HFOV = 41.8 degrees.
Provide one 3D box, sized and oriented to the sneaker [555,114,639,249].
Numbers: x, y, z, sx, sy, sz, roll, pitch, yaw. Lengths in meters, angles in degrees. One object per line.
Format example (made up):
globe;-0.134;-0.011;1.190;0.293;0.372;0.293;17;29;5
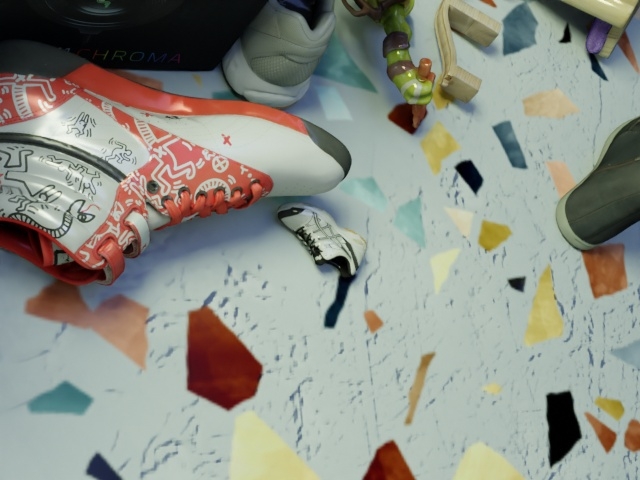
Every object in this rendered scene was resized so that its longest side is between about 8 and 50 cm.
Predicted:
sneaker;0.339;-0.075;0.839;0.083;0.118;0.222;50;56;-5

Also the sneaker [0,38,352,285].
sneaker;-0.110;-0.031;0.586;0.270;0.090;0.144;14;67;-21

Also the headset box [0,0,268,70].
headset box;-0.134;-0.233;0.527;0.247;0.283;0.131;-4;74;-32

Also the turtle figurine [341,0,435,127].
turtle figurine;0.055;-0.245;0.713;0.087;0.217;0.269;-2;80;5

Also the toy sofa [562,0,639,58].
toy sofa;0.346;-0.385;0.957;0.150;0.177;0.362;31;57;11

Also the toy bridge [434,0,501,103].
toy bridge;0.146;-0.217;0.830;0.063;0.026;0.188;29;57;-8

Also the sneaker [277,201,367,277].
sneaker;0.000;0.000;0.671;0.083;0.032;0.036;29;60;-17

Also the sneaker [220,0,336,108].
sneaker;-0.025;-0.248;0.691;0.099;0.121;0.262;2;71;-29
